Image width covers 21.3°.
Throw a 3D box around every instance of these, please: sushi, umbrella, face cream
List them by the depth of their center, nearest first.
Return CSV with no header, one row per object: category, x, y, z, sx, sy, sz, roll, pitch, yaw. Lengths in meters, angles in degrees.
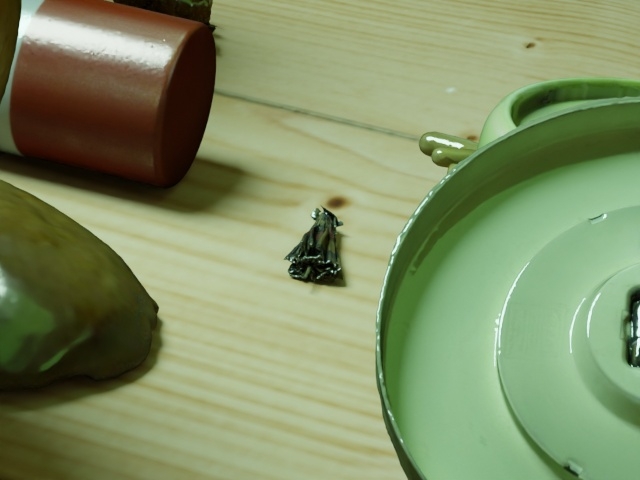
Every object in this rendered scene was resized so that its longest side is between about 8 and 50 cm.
umbrella,0.000,0.002,0.881,0.031,0.020,0.083,10,19,3
face cream,-0.173,-0.097,0.948,0.214,0.096,0.096,14,25,11
sushi,-0.107,-0.171,1.192,0.060,0.061,0.118,3,43,-33

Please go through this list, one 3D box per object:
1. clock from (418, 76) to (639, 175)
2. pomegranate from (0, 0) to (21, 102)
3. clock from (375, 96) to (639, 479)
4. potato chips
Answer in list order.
clock,0.173,-0.011,0.871,0.235,0.096,0.308,-4,26,-25
pomegranate,-0.316,-0.090,0.581,0.416,0.416,0.416,7,24,-3
clock,0.137,0.040,0.668,0.235,0.029,0.235,-2,57,3
potato chips,-0.164,0.007,0.781,0.150,0.049,0.201,-22,43,-40
